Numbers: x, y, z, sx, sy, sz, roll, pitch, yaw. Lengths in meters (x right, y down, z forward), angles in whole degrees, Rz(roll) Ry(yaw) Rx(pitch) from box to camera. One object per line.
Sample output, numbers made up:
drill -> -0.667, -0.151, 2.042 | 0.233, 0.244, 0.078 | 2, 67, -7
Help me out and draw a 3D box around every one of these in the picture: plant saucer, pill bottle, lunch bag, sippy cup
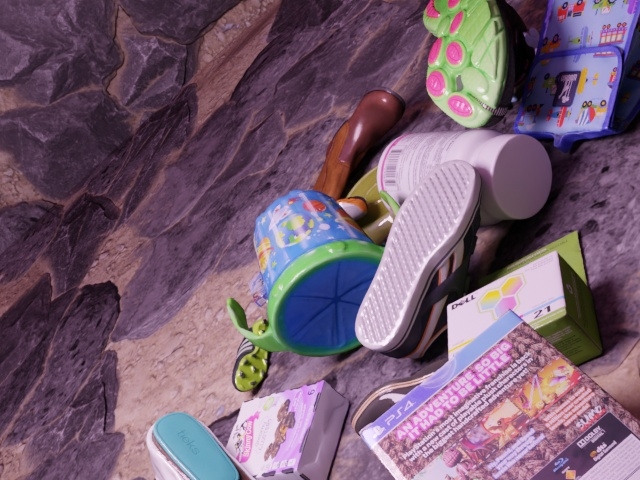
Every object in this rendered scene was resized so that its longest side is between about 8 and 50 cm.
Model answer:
plant saucer -> 0.121, -0.084, 1.910 | 0.241, 0.037, 0.241 | -34, 29, 22
pill bottle -> 0.239, -0.106, 1.644 | 0.283, 0.160, 0.160 | 6, 57, 56
lunch bag -> 0.456, -0.278, 1.646 | 0.221, 0.138, 0.293 | 7, 70, 57
sippy cup -> -0.007, 0.039, 1.655 | 0.305, 0.240, 0.224 | -10, 42, -19

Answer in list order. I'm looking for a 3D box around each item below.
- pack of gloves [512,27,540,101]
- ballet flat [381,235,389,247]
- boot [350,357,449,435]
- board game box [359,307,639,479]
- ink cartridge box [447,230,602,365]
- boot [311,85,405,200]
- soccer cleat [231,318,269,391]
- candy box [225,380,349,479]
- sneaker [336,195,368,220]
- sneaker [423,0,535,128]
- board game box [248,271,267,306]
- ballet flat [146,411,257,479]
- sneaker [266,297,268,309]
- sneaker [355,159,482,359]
pack of gloves -> 0.361, -0.339, 1.912 | 0.195, 0.046, 0.232 | -40, 28, 12
ballet flat -> 0.166, 0.025, 1.679 | 0.070, 0.070, 0.188 | -45, 31, 1
boot -> 0.134, 0.264, 1.395 | 0.198, 0.077, 0.137 | -36, 34, 21
board game box -> 0.228, 0.261, 1.070 | 0.232, 0.141, 0.291 | -38, 44, -6
ink cartridge box -> 0.282, 0.082, 1.402 | 0.188, 0.097, 0.255 | -31, 31, 27
boot -> 0.050, -0.164, 2.008 | 0.264, 0.096, 0.281 | -26, 32, 56
soccer cleat -> -0.132, 0.222, 1.835 | 0.072, 0.060, 0.179 | -37, 21, 37
candy box -> -0.064, 0.328, 1.575 | 0.196, 0.070, 0.165 | -21, 37, 39
sneaker -> 0.000, 0.000, 1.893 | 0.262, 0.121, 0.099 | -25, -6, 40
sneaker -> 0.303, -0.340, 1.736 | 0.185, 0.202, 0.483 | -50, 18, 32
board game box -> -0.105, 0.083, 2.015 | 0.090, 0.020, 0.090 | -42, 26, 7
ballet flat -> -0.136, 0.420, 1.468 | 0.139, 0.139, 0.400 | -47, 51, -3
sneaker -> -0.011, 0.070, 1.841 | 0.222, 0.083, 0.118 | -32, -2, -8
sneaker -> 0.172, 0.035, 1.525 | 0.126, 0.127, 0.321 | 27, 89, 45
